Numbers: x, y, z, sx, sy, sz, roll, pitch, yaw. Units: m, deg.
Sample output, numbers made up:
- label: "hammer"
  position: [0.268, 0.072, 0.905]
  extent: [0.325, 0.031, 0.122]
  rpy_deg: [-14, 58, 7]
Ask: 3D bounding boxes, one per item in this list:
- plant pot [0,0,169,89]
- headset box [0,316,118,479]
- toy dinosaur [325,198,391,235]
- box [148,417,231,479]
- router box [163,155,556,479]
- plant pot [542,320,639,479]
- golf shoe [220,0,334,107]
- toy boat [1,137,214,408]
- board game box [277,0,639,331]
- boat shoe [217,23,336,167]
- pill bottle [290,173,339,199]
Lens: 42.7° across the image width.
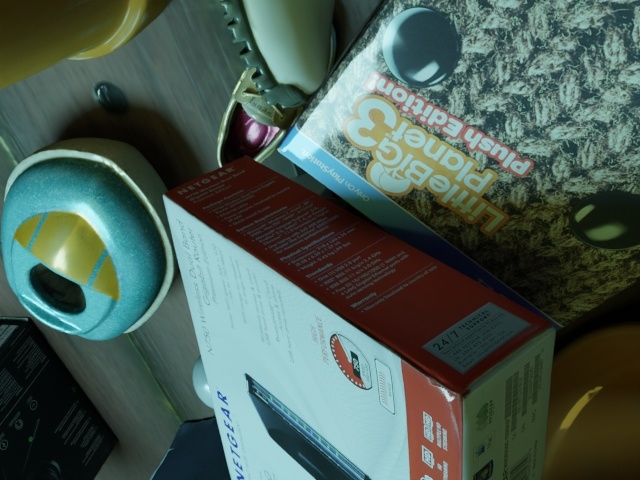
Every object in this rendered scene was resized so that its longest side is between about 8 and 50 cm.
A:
- label: "plant pot"
  position: [-0.234, -0.199, 0.585]
  extent: [0.205, 0.188, 0.205]
  rpy_deg: [15, 135, 15]
- label: "headset box"
  position: [-0.436, 0.288, 1.109]
  extent: [0.131, 0.246, 0.283]
  rpy_deg: [-2, 130, 29]
- label: "toy dinosaur"
  position: [0.098, 0.042, 0.715]
  extent: [0.160, 0.121, 0.313]
  rpy_deg: [17, 142, 30]
- label: "box"
  position: [-0.046, 0.536, 0.969]
  extent: [0.297, 0.471, 0.480]
  rpy_deg: [-20, 119, 38]
- label: "router box"
  position: [0.022, 0.141, 0.625]
  extent: [0.301, 0.082, 0.335]
  rpy_deg: [31, 139, 42]
- label: "plant pot"
  position: [0.297, 0.235, 0.674]
  extent: [0.203, 0.291, 0.291]
  rpy_deg: [23, 140, -19]
- label: "golf shoe"
  position: [0.000, -0.210, 0.457]
  extent: [0.120, 0.105, 0.272]
  rpy_deg: [2, 103, 12]
- label: "toy boat"
  position: [-0.184, 0.043, 0.816]
  extent: [0.318, 0.148, 0.267]
  rpy_deg: [29, 137, 1]
- label: "board game box"
  position: [0.153, -0.110, 0.501]
  extent: [0.232, 0.141, 0.291]
  rpy_deg: [36, 136, -6]
- label: "boat shoe"
  position: [-0.039, -0.112, 0.659]
  extent: [0.063, 0.059, 0.170]
  rpy_deg: [31, 137, -1]
- label: "pill bottle"
  position: [0.000, 0.000, 0.740]
  extent: [0.065, 0.065, 0.116]
  rpy_deg: [1, 131, 27]
